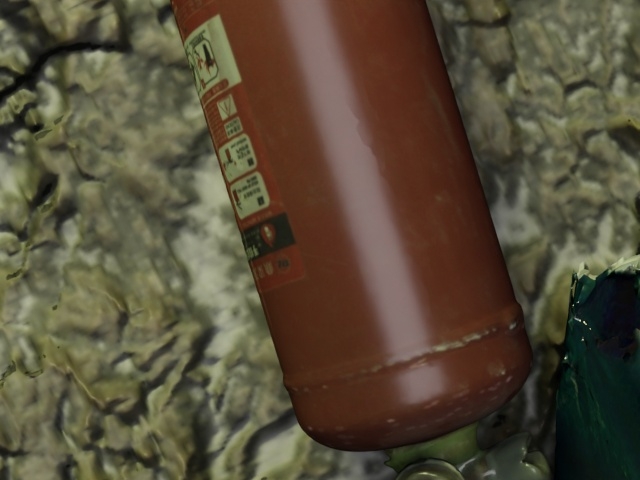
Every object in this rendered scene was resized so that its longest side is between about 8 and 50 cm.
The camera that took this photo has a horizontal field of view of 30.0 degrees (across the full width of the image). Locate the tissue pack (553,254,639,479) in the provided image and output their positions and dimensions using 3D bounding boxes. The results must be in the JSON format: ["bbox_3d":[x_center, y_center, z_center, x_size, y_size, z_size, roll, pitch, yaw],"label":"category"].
[{"bbox_3d":[0.224,0.213,0.424,0.264,0.253,0.417,4,88,-4],"label":"tissue pack"}]

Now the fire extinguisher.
[{"bbox_3d":[0.000,0.000,0.503,0.147,0.106,0.337,-16,88,23],"label":"fire extinguisher"}]
